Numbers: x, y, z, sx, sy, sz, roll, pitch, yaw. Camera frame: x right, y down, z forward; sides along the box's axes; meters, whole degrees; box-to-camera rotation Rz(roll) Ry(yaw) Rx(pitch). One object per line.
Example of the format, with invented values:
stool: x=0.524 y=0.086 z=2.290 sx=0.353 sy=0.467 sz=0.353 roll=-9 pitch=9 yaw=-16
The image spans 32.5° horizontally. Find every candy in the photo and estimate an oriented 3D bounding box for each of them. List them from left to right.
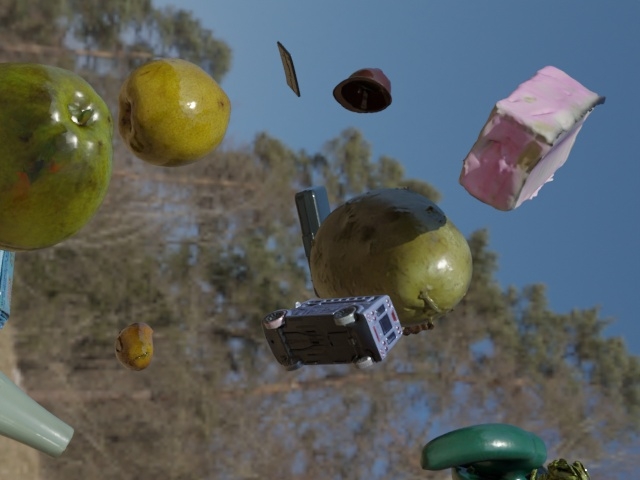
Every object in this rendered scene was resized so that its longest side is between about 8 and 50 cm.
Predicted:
candy: x=0.329 y=-0.159 z=1.708 sx=0.116 sy=0.265 sz=0.155 roll=35 pitch=-54 yaw=13

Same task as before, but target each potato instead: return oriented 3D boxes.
potato: x=0.137 y=0.030 z=1.935 sx=0.269 sy=0.219 sz=0.359 roll=-58 pitch=-155 yaw=-14

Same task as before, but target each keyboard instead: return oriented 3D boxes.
keyboard: x=-0.067 y=-0.367 z=2.362 sx=0.053 sy=0.010 sz=0.155 roll=52 pitch=-11 yaw=25

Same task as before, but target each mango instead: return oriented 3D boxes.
mango: x=-0.327 y=0.188 z=1.932 sx=0.077 sy=0.063 sz=0.127 roll=-64 pitch=-157 yaw=9

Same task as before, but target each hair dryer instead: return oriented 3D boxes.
hair dryer: x=-0.424 y=0.220 z=1.364 sx=0.267 sy=0.229 sz=0.092 roll=-54 pitch=-168 yaw=55

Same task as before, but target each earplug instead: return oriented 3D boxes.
earplug: x=0.282 y=0.403 z=1.814 sx=0.164 sy=0.257 sz=0.280 roll=9 pitch=-69 yaw=27

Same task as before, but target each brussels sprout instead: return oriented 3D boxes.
brussels sprout: x=0.325 y=0.331 z=1.467 sx=0.085 sy=0.058 sz=0.085 roll=5 pitch=-81 yaw=33

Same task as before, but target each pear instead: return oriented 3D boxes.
pear: x=-0.426 y=-0.116 z=1.538 sx=0.321 sy=0.269 sz=0.269 roll=-20 pitch=-116 yaw=33
pear: x=-0.265 y=-0.233 z=2.017 sx=0.209 sy=0.209 sz=0.208 roll=-177 pitch=-90 yaw=-70

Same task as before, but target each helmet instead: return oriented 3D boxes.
helmet: x=0.081 y=-0.273 z=1.924 sx=0.111 sy=0.089 sz=0.057 roll=-7 pitch=-129 yaw=39

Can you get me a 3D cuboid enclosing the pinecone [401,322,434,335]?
pinecone: x=0.170 y=0.117 z=2.291 sx=0.173 sy=0.174 sz=0.173 roll=-177 pitch=-90 yaw=-70

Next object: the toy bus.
toy bus: x=0.011 y=0.108 z=1.313 sx=0.167 sy=0.076 sz=0.073 roll=-6 pitch=-67 yaw=41

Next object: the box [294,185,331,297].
box: x=0.000 y=0.000 z=2.342 sx=0.160 sy=0.050 sz=0.230 roll=-36 pitch=115 yaw=-78

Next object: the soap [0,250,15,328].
soap: x=-0.686 y=0.049 z=2.179 sx=0.077 sy=0.156 sz=0.293 roll=74 pitch=16 yaw=-74
